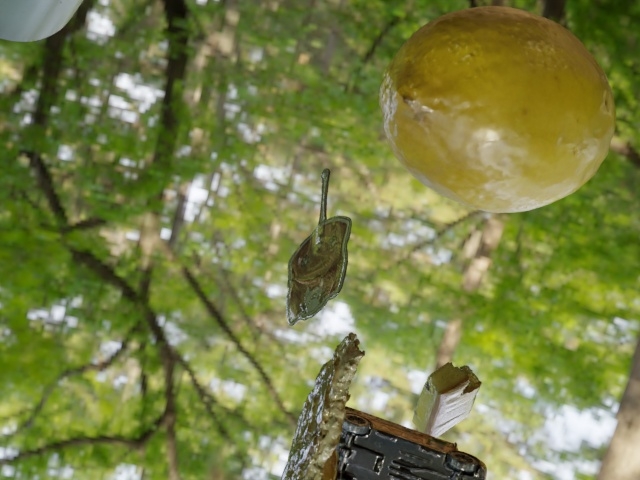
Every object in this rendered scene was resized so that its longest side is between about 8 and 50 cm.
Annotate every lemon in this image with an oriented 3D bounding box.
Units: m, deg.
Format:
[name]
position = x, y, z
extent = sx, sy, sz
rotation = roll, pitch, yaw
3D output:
[lemon]
position = 0.198, -0.145, 1.405
extent = 0.263, 0.236, 0.236
rotation = 41, -179, -32

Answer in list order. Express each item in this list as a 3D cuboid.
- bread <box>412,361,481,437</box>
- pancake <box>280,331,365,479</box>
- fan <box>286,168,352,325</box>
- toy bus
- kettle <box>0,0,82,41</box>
[bread]
position = 0.188, 0.231, 1.868
extent = 0.088, 0.226, 0.049
rotation = -28, -111, -15
[pancake]
position = 0.000, 0.199, 1.010
extent = 0.057, 0.244, 0.266
rotation = 19, -164, -4
[fan]
position = 0.000, 0.000, 1.559
extent = 0.009, 0.132, 0.220
rotation = 26, -130, -28
[toy bus]
position = 0.095, 0.256, 1.458
extent = 0.194, 0.083, 0.088
rotation = 19, -169, 9
[kettle]
position = -0.262, -0.334, 1.173
extent = 0.160, 0.210, 0.243
rotation = -24, 175, -40
